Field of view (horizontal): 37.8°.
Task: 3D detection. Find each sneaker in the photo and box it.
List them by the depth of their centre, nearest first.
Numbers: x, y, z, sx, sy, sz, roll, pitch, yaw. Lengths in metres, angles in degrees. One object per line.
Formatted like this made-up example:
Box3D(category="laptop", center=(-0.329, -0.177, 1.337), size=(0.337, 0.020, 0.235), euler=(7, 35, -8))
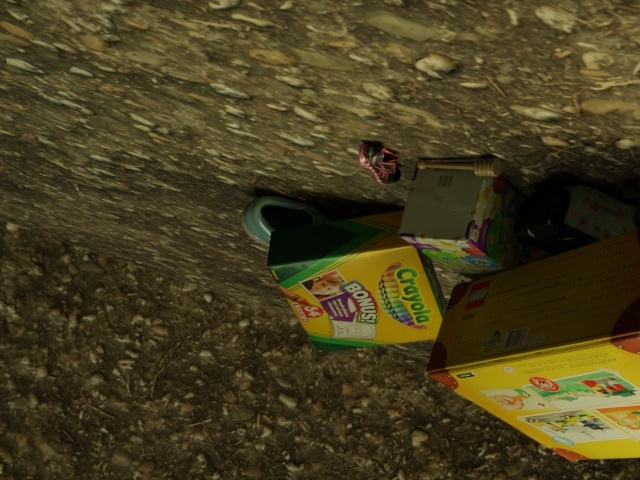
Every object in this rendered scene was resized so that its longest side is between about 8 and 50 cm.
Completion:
Box3D(category="sneaker", center=(0.115, -0.132, 1.618), size=(0.057, 0.047, 0.119), euler=(-7, 157, 32))
Box3D(category="sneaker", center=(0.426, -0.015, 1.636), size=(0.158, 0.065, 0.061), euler=(-19, 156, -17))
Box3D(category="sneaker", center=(0.000, 0.000, 2.082), size=(0.366, 0.135, 0.150), euler=(17, 170, -8))

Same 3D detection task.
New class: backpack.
Box3D(category="backpack", center=(0.429, -0.023, 1.532), size=(0.182, 0.115, 0.152), euler=(20, 172, -13))

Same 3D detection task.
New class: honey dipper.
Box3D(category="honey dipper", center=(0.226, -0.123, 1.550), size=(0.160, 0.030, 0.030), euler=(6, 164, 45))

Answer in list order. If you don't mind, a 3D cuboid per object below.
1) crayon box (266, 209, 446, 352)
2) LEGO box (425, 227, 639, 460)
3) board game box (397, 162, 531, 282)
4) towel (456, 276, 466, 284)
Box3D(category="crayon box", center=(0.092, 0.100, 2.039), size=(0.313, 0.106, 0.363), euler=(-8, 142, 16))
Box3D(category="LEGO box", center=(0.479, 0.193, 1.529), size=(0.372, 0.193, 0.500), euler=(32, 153, -20))
Box3D(category="board game box", center=(0.281, -0.018, 1.661), size=(0.144, 0.142, 0.275), euler=(5, 162, 40))
Box3D(category="towel", center=(0.463, 0.129, 2.012), size=(0.283, 0.121, 0.235), euler=(5, 176, 41))
